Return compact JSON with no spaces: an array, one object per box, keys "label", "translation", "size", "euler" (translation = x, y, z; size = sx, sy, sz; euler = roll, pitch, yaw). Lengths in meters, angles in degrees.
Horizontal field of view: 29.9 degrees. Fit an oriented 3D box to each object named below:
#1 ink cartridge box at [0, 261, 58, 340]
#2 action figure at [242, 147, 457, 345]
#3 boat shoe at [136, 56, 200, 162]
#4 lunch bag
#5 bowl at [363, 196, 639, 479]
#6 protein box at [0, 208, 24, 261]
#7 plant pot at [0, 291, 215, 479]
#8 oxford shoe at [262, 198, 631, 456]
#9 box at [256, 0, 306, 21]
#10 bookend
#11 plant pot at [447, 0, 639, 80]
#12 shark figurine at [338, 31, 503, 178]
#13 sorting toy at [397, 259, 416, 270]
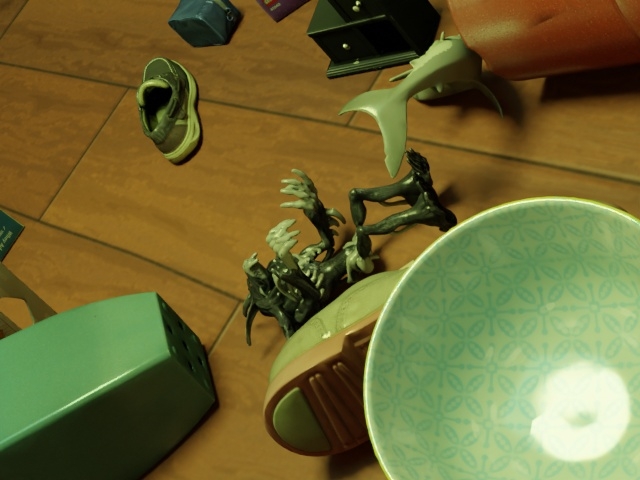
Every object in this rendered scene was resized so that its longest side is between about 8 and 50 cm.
[{"label":"ink cartridge box","translation":[-0.420,0.155,1.426],"size":[0.060,0.275,0.239],"euler":[10,64,26]},{"label":"action figure","translation":[0.000,0.000,1.292],"size":[0.275,0.141,0.164],"euler":[-33,29,16]},{"label":"boat shoe","translation":[-0.223,-0.202,1.701],"size":[0.080,0.073,0.223],"euler":[-34,42,15]},{"label":"lunch bag","translation":[-0.167,-0.331,1.763],"size":[0.098,0.067,0.065],"euler":[5,62,42]},{"label":"bowl","translation":[0.197,0.125,0.990],"size":[0.289,0.156,0.289],"euler":[-15,60,27]},{"label":"protein box","translation":[-0.591,-0.004,1.762],"size":[0.136,0.201,0.200],"euler":[15,69,46]},{"label":"plant pot","translation":[-0.251,0.173,1.358],"size":[0.234,0.166,0.165],"euler":[-30,42,8]},{"label":"oxford shoe","translation":[0.111,0.055,1.157],"size":[0.397,0.140,0.146],"euler":[-28,28,13]},{"label":"box","translation":[0.023,-0.463,1.712],"size":[0.293,0.057,0.201],"euler":[-31,42,18]},{"label":"bookend","translation":[0.038,-0.285,1.478],"size":[0.156,0.157,0.072],"euler":[-4,55,38]},{"label":"plant pot","translation":[0.284,-0.285,1.203],"size":[0.265,0.272,0.272],"euler":[-9,53,47]},{"label":"shark figurine","translation":[0.143,-0.162,1.280],"size":[0.166,0.116,0.278],"euler":[-40,1,25]},{"label":"sorting toy","translation":[0.073,0.048,1.262],"size":[0.083,0.062,0.012],"euler":[-35,79,14]}]
